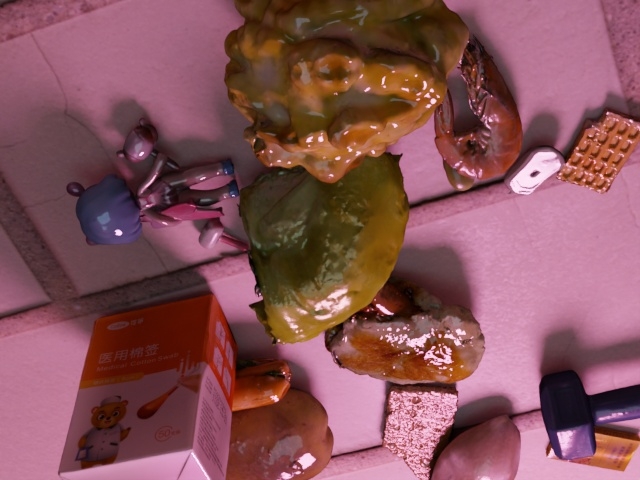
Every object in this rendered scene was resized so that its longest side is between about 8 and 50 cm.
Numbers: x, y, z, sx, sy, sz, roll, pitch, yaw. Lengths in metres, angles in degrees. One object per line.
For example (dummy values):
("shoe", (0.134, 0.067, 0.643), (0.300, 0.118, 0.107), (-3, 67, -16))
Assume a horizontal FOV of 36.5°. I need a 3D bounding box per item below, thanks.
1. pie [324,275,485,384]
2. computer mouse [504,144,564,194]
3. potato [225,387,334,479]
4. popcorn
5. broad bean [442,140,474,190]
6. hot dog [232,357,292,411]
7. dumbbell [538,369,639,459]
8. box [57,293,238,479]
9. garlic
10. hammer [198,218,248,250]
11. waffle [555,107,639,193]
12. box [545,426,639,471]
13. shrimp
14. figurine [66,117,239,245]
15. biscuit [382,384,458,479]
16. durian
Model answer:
("pie", (0.141, 0.171, 1.657), (0.274, 0.105, 0.257), (19, 136, -7))
("computer mouse", (0.327, -0.110, 1.496), (0.056, 0.032, 0.110), (30, 129, -15))
("potato", (-0.112, 0.380, 1.767), (0.296, 0.141, 0.191), (-23, 117, 18))
("popcorn", (0.032, -0.233, 1.274), (0.312, 0.312, 0.312), (1, 123, 1))
("broad bean", (0.218, -0.119, 1.488), (0.063, 0.045, 0.083), (5, 116, -6))
("hot dog", (-0.168, 0.255, 1.708), (0.250, 0.100, 0.068), (-13, 118, 14))
("dumbbell", (0.547, 0.279, 1.677), (0.325, 0.160, 0.144), (-12, 94, 10))
("box", (-0.267, 0.263, 1.576), (0.225, 0.341, 0.143), (-12, 130, 10))
("garlic", (0.285, 0.457, 1.825), (0.143, 0.112, 0.318), (-3, 135, -20))
("hammer", (-0.155, -0.001, 1.584), (0.083, 0.031, 0.052), (22, 125, -19))
("waffle", (0.428, -0.138, 1.480), (0.092, 0.021, 0.135), (17, 122, -9))
("box", (0.511, 0.386, 1.819), (0.156, 0.022, 0.089), (12, 122, -6))
("shrimp", (0.220, -0.193, 1.425), (0.133, 0.053, 0.236), (-22, 117, 5))
("figurine", (-0.258, -0.081, 1.492), (0.260, 0.103, 0.205), (-13, 124, -1))
("biscuit", (0.181, 0.361, 1.811), (0.131, 0.026, 0.237), (3, 125, 0))
("durian", (0.000, 0.000, 1.480), (0.340, 0.204, 0.256), (-27, 107, 17))
